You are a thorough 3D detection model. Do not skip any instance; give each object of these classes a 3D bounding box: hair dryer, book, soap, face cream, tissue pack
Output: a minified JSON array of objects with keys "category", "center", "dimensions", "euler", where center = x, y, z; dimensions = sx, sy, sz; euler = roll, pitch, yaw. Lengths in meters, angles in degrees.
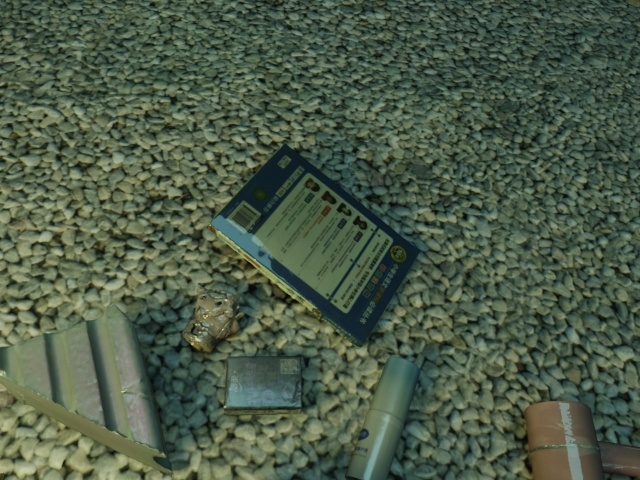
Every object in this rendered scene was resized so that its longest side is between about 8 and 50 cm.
[{"category":"hair dryer","center":[0.577,0.446,1.011],"dimensions":[0.352,0.125,0.211],"euler":[11,56,-9]},{"category":"book","center":[0.000,0.000,1.199],"dimensions":[0.428,0.039,0.300],"euler":[39,59,-1]},{"category":"soap","center":[-0.430,0.307,0.933],"dimensions":[0.257,0.159,0.302],"euler":[-15,58,-21]},{"category":"face cream","center":[0.126,0.355,1.024],"dimensions":[0.077,0.077,0.250],"euler":[22,56,8]},{"category":"tissue pack","center":[-0.115,0.290,1.054],"dimensions":[0.156,0.051,0.113],"euler":[2,54,-6]}]

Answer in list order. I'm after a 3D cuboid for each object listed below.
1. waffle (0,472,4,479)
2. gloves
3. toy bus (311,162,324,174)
[{"category":"waffle","center":[-0.621,0.462,0.887],"dimensions":[0.097,0.023,0.153],"euler":[15,57,1]},{"category":"gloves","center":[-0.227,0.163,1.102],"dimensions":[0.110,0.094,0.144],"euler":[8,63,12]},{"category":"toy bus","center":[-0.078,-0.069,1.274],"dimensions":[0.112,0.090,0.274],"euler":[40,60,10]}]
